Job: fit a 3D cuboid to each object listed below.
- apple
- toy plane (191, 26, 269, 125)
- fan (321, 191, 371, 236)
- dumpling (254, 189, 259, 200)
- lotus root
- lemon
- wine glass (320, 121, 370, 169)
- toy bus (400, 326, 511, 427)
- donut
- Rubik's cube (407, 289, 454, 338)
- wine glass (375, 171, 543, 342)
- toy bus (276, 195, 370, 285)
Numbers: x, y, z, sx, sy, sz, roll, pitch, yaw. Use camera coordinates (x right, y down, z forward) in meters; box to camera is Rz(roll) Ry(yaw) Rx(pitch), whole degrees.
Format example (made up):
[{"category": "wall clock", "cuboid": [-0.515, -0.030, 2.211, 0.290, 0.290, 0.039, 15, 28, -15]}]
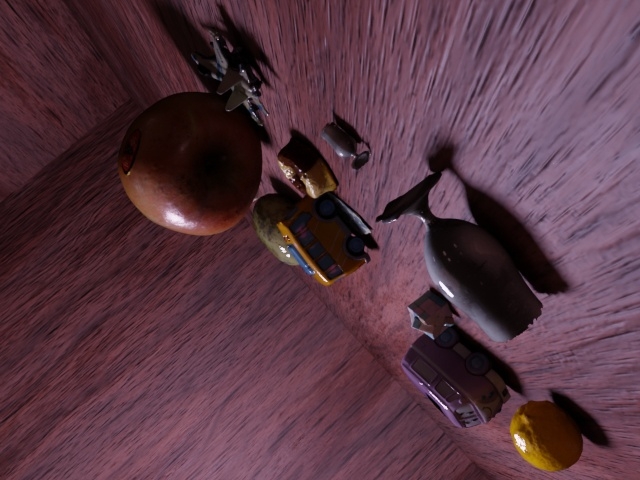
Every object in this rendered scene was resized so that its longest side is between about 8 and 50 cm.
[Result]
[{"category": "apple", "cuboid": [-0.311, -0.184, 1.457, 0.305, 0.338, 0.338, 17, 151, 47]}, {"category": "toy plane", "cuboid": [-0.168, -0.309, 1.116, 0.262, 0.088, 0.192, 53, 172, 46]}, {"category": "fan", "cuboid": [0.049, -0.057, 1.372, 0.131, 0.009, 0.240, 52, 171, -23]}, {"category": "dumpling", "cuboid": [-0.280, -0.199, 1.916, 0.229, 0.151, 0.124, 51, 144, -16]}, {"category": "lotus root", "cuboid": [-0.108, -0.042, 1.767, 0.173, 0.173, 0.309, 54, 176, -35]}, {"category": "lemon", "cuboid": [0.401, 0.347, 1.098, 0.155, 0.114, 0.114, 48, 172, -28]}, {"category": "wine glass", "cuboid": [0.035, -0.146, 0.947, 0.083, 0.042, 0.039, 47, 142, 22]}, {"category": "toy bus", "cuboid": [0.286, 0.293, 1.318, 0.202, 0.142, 0.142, 40, 168, 43]}, {"category": "donut", "cuboid": [-0.030, -0.140, 1.241, 0.140, 0.059, 0.140, 47, 168, 13]}, {"category": "Rubik's cube", "cuboid": [0.219, 0.154, 1.248, 0.073, 0.084, 0.075, 60, -177, -36]}, {"category": "wine glass", "cuboid": [0.178, 0.024, 0.786, 0.222, 0.103, 0.103, 49, 171, -5]}, {"category": "toy bus", "cuboid": [0.000, 0.000, 1.381, 0.209, 0.136, 0.126, 52, 170, -4]}]
